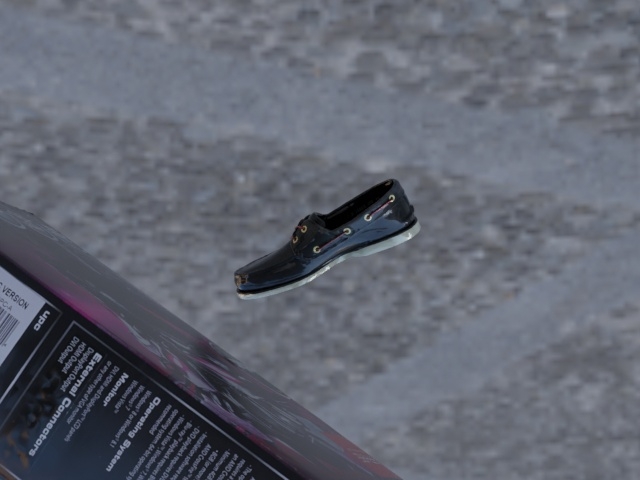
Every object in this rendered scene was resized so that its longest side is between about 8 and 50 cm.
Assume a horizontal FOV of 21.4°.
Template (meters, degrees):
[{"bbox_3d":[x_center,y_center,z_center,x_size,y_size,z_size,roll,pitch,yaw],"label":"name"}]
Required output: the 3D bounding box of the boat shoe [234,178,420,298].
[{"bbox_3d":[0.000,-0.001,1.136,0.133,0.049,0.042,-24,110,3],"label":"boat shoe"}]

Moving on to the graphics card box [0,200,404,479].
[{"bbox_3d":[-0.078,0.101,0.860,0.371,0.094,0.233,33,-179,17],"label":"graphics card box"}]
